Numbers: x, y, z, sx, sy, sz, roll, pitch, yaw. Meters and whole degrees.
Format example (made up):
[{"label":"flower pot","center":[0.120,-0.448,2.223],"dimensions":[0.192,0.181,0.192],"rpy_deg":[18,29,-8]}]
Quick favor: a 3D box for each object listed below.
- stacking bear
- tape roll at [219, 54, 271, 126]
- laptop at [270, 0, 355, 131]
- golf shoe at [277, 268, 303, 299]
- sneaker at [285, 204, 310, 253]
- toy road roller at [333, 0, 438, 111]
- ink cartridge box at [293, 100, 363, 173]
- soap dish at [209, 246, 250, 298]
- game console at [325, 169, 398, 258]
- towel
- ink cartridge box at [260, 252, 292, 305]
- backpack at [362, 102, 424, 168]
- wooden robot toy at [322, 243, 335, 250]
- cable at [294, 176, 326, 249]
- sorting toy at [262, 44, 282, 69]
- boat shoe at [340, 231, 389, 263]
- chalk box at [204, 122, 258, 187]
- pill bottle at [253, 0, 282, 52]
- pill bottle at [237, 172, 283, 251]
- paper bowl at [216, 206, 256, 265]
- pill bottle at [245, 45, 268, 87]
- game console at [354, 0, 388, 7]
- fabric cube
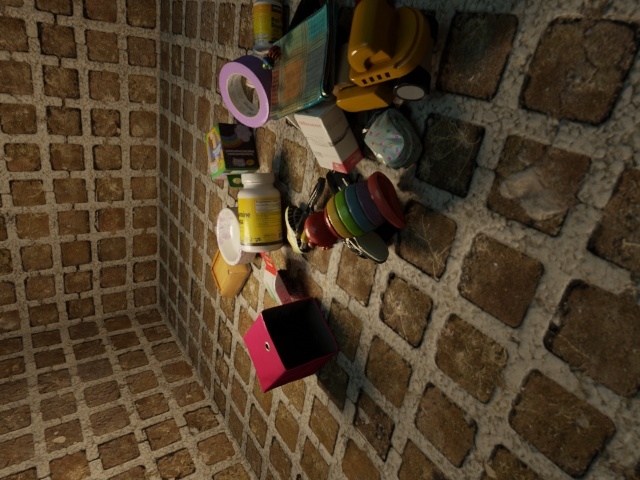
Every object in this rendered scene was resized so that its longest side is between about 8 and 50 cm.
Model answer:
[{"label":"stacking bear","center":[0.081,-0.072,1.269],"dimensions":[0.288,0.164,0.176],"rpy_deg":[-27,59,25]},{"label":"tape roll","center":[-0.294,-0.620,1.771],"dimensions":[0.274,0.090,0.275],"rpy_deg":[28,141,25]},{"label":"laptop","center":[0.000,-0.609,1.481],"dimensions":[0.382,0.236,0.408],"rpy_deg":[-51,33,43]},{"label":"golf shoe","center":[-0.127,0.202,1.841],"dimensions":[0.186,0.067,0.086],"rpy_deg":[45,156,42]},{"label":"sneaker","center":[-0.109,-0.041,1.743],"dimensions":[0.094,0.081,0.209],"rpy_deg":[-24,77,59]},{"label":"toy road roller","center":[0.133,-0.493,1.108],"dimensions":[0.329,0.240,0.203],"rpy_deg":[4,81,45]},{"label":"ink cartridge box","center":[0.027,-0.342,1.388],"dimensions":[0.158,0.092,0.218],"rpy_deg":[27,156,49]},{"label":"soap dish","center":[-0.495,0.154,2.291],"dimensions":[0.229,0.118,0.291],"rpy_deg":[62,142,25]},{"label":"game console","center":[0.122,-0.126,1.433],"dimensions":[0.361,0.043,0.213],"rpy_deg":[61,138,26]},{"label":"towel","center":[-0.067,-0.538,1.314],"dimensions":[0.370,0.040,0.272],"rpy_deg":[7,94,58]},{"label":"ink cartridge box","center":[-0.213,0.161,1.817],"dimensions":[0.225,0.056,0.181],"rpy_deg":[64,163,-16]},{"label":"backpack","center":[0.205,-0.288,1.220],"dimensions":[0.182,0.115,0.152],"rpy_deg":[60,137,24]},{"label":"wooden robot toy","center":[0.000,0.000,1.597],"dimensions":[0.173,0.079,0.076],"rpy_deg":[-20,80,55]},{"label":"cable","center":[-0.029,-0.111,1.616],"dimensions":[0.139,0.072,0.287],"rpy_deg":[-94,28,-67]},{"label":"sorting toy","center":[-0.156,-0.590,1.392],"dimensions":[0.042,0.061,0.102],"rpy_deg":[49,149,2]},{"label":"boat shoe","center":[0.132,0.009,1.354],"dimensions":[0.233,0.084,0.079],"rpy_deg":[40,145,40]},{"label":"chalk box","center":[-0.421,-0.389,2.023],"dimensions":[0.179,0.180,0.289],"rpy_deg":[-13,85,55]},{"label":"pill bottle","center":[-0.208,-0.867,1.679],"dimensions":[0.117,0.117,0.215],"rpy_deg":[19,112,52]},{"label":"pill bottle","center":[-0.264,-0.126,1.848],"dimensions":[0.187,0.187,0.334],"rpy_deg":[9,103,54]},{"label":"paper bowl","center":[-0.389,-0.026,2.080],"dimensions":[0.284,0.148,0.285],"rpy_deg":[14,107,53]},{"label":"pill bottle","center":[-0.268,-0.741,1.815],"dimensions":[0.087,0.087,0.160],"rpy_deg":[45,131,40]},{"label":"game console","center":[0.175,-0.726,1.260],"dimensions":[0.144,0.085,0.124],"rpy_deg":[36,156,46]},{"label":"fabric cube","center":[-0.128,0.418,1.707],"dimensions":[0.254,0.259,0.258],"rpy_deg":[62,141,23]}]
